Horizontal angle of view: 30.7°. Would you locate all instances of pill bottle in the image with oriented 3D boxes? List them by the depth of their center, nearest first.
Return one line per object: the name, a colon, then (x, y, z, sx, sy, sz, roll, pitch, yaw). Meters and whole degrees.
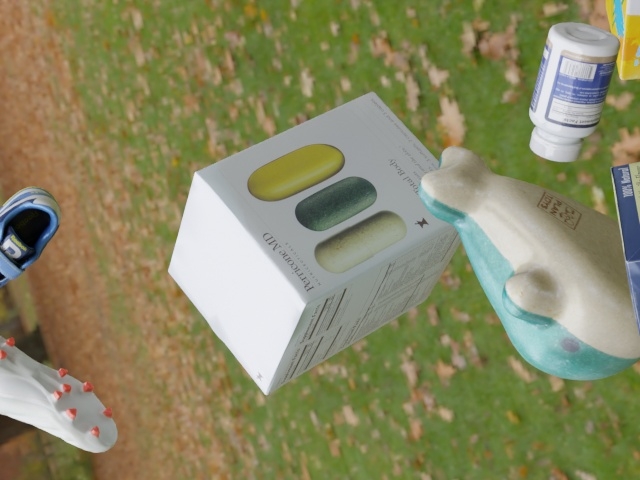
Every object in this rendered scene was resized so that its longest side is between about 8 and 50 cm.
pill bottle: (0.234, -0.138, 1.093, 0.067, 0.067, 0.120, -127, 39, -50)

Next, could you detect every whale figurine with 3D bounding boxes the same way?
whale figurine: (0.202, 0.027, 1.132, 0.272, 0.216, 0.141, 36, 124, 2)

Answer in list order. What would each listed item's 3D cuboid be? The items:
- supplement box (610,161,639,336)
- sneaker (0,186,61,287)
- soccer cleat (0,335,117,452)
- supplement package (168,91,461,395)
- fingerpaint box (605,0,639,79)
supplement box: (0.181, 0.002, 0.532, 0.083, 0.083, 0.056, -78, -27, -55)
sneaker: (-0.271, 0.013, 0.966, 0.053, 0.144, 0.059, 46, 167, -26)
soccer cleat: (-0.302, 0.164, 1.221, 0.076, 0.196, 0.068, -50, 7, 29)
supplement package: (0.000, 0.000, 1.335, 0.199, 0.263, 0.198, 49, 146, 19)
fingerpaint box: (0.589, -0.399, 1.426, 0.371, 0.445, 0.163, 75, -168, -52)
